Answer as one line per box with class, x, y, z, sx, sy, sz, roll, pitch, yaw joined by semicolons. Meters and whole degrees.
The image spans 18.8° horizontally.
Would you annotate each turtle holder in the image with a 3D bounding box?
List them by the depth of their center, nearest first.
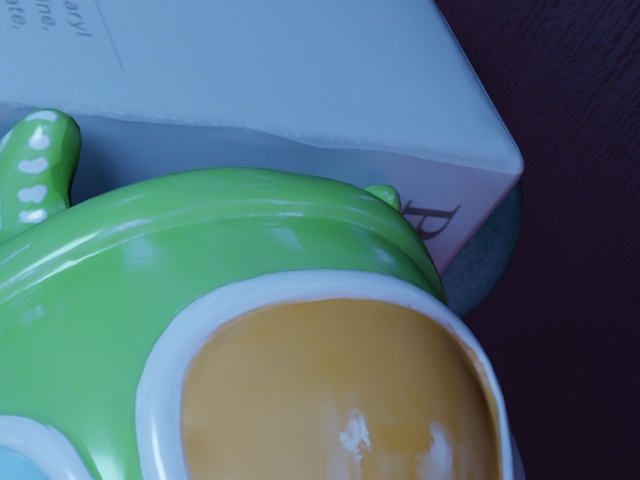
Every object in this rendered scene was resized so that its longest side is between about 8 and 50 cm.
turtle holder;-0.070;0.130;0.701;0.320;0.227;0.243;-36;145;15

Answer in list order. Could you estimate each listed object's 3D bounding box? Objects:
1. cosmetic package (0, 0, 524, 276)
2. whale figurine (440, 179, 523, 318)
cosmetic package;-0.197;-0.059;0.862;0.393;0.327;0.329;4;137;-36
whale figurine;0.000;0.000;1.221;0.272;0.141;0.216;-14;145;-14
